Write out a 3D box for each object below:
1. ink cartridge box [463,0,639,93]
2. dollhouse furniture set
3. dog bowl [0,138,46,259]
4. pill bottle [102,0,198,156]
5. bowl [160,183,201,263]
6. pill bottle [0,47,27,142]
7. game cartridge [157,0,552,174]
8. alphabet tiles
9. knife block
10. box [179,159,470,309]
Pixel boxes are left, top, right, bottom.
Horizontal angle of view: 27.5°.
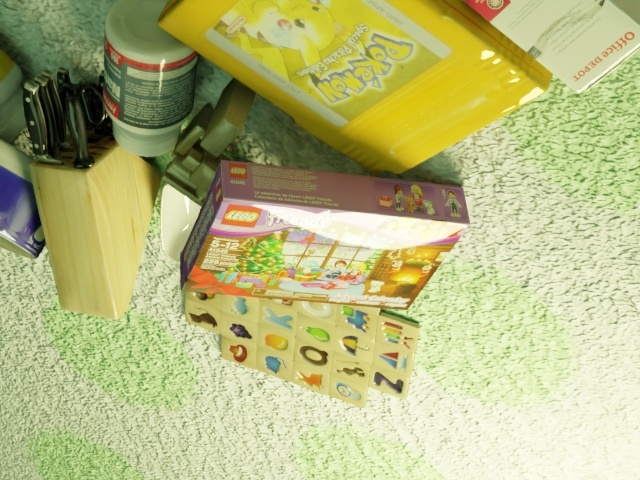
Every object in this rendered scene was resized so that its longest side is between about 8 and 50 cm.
[{"bbox_3d":[0.230,-0.226,1.233,0.150,0.063,0.109,36,141,-11],"label":"ink cartridge box"},{"bbox_3d":[-0.089,-0.099,1.522,0.123,0.144,0.151,35,127,-16],"label":"dollhouse furniture set"},{"bbox_3d":[-0.459,-0.078,1.687,0.265,0.104,0.265,25,170,4],"label":"dog bowl"},{"bbox_3d":[-0.195,-0.184,1.496,0.108,0.108,0.180,22,141,7],"label":"pill bottle"},{"bbox_3d":[-0.131,-0.022,1.674,0.142,0.053,0.142,19,134,13],"label":"bowl"},{"bbox_3d":[-0.437,-0.207,1.619,0.103,0.103,0.184,-22,120,44],"label":"pill bottle"},{"bbox_3d":[0.029,-0.201,1.345,0.324,0.052,0.285,35,147,-19],"label":"game cartridge"},{"bbox_3d":[-0.032,0.114,1.810,0.342,0.011,0.285,18,141,12],"label":"alphabet tiles"},{"bbox_3d":[-0.297,-0.064,1.595,0.088,0.275,0.242,8,167,24],"label":"knife block"},{"bbox_3d":[0.000,0.000,1.523,0.293,0.057,0.201,5,145,-18],"label":"box"}]
